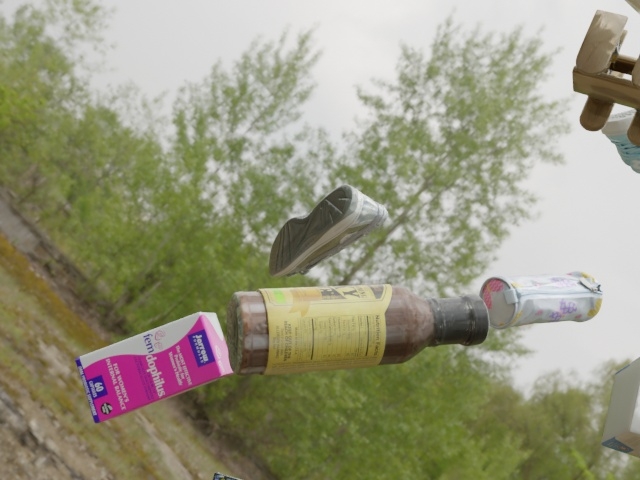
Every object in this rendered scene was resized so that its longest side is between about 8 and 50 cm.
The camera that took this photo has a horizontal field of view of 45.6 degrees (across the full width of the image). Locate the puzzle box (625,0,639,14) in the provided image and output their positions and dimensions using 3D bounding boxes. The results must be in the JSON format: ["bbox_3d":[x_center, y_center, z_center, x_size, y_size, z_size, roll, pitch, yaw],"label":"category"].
[{"bbox_3d":[0.784,-0.541,1.558,0.409,0.272,0.052,28,13,-29],"label":"puzzle box"}]

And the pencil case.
[{"bbox_3d":[0.467,0.125,1.610,0.124,0.273,0.114,-7,-96,61],"label":"pencil case"}]

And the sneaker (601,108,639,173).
[{"bbox_3d":[0.747,-0.231,1.766,0.135,0.366,0.150,-14,-91,35],"label":"sneaker"}]

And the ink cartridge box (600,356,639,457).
[{"bbox_3d":[0.721,0.359,1.531,0.232,0.168,0.171,18,-23,8],"label":"ink cartridge box"}]

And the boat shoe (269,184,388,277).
[{"bbox_3d":[0.001,-0.003,1.545,0.103,0.118,0.320,23,-40,-28],"label":"boat shoe"}]

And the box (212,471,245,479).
[{"bbox_3d":[-0.179,0.530,1.477,0.094,0.137,0.027,11,-15,12],"label":"box"}]

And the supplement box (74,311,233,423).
[{"bbox_3d":[-0.266,0.205,1.244,0.114,0.220,0.111,58,11,-82],"label":"supplement box"}]

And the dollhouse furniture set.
[{"bbox_3d":[0.464,-0.174,1.066,0.242,0.161,0.212,23,-5,23],"label":"dollhouse furniture set"}]

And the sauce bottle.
[{"bbox_3d":[0.052,0.113,0.998,0.111,0.344,0.111,179,-90,-71],"label":"sauce bottle"}]
